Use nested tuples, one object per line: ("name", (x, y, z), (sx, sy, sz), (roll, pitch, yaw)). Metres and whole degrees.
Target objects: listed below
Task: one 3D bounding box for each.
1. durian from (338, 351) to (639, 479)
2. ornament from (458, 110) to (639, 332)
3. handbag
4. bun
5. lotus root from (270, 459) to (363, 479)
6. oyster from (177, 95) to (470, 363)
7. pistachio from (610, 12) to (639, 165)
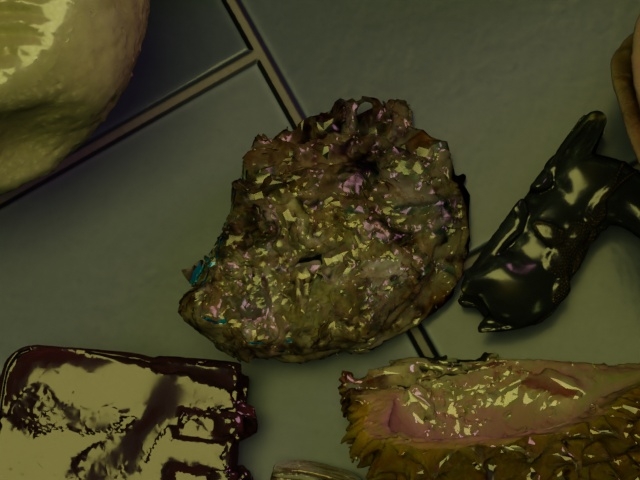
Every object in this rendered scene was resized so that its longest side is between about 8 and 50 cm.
("durian", (0.171, 0.200, 1.219), (0.305, 0.185, 0.196), (-4, 102, 0))
("ornament", (0.251, 0.036, 1.242), (0.236, 0.080, 0.202), (34, 82, 13))
("handbag", (-0.161, 0.193, 1.278), (0.216, 0.074, 0.203), (4, 80, 7))
("bun", (-0.303, -0.197, 1.295), (0.349, 0.227, 0.352), (-6, 81, 7))
("lotus root", (0.001, 0.200, 1.273), (0.083, 0.030, 0.037), (12, 112, 14))
("oyster", (0.001, -0.003, 1.284), (0.259, 0.092, 0.198), (-29, 75, -2))
("pistachio", (0.317, -0.074, 1.137), (0.214, 0.193, 0.318), (-3, 44, -22))
